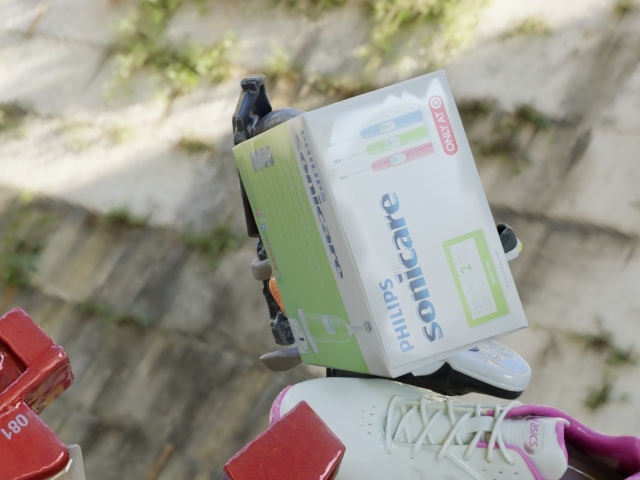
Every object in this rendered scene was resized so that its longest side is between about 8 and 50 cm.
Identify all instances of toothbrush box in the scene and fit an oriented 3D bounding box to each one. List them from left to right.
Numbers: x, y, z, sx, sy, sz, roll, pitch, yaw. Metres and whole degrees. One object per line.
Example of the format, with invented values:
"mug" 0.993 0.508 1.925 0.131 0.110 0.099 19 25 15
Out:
"toothbrush box" 0.038 -0.008 1.354 0.283 0.122 0.206 170 -99 -77

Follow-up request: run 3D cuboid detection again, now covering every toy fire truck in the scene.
"toy fire truck" -0.100 0.101 0.605 0.135 0.192 0.047 45 -16 11

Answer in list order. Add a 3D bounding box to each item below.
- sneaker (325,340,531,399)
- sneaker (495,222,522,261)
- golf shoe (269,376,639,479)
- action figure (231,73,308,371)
"sneaker" 0.100 0.142 1.591 0.217 0.121 0.079 21 16 38
"sneaker" 0.133 0.006 1.464 0.031 0.083 0.035 -106 175 -50
"golf shoe" 0.115 0.158 1.303 0.306 0.115 0.140 17 -36 -12
"action figure" 0.000 0.000 1.841 0.178 0.330 0.341 -4 -55 8
